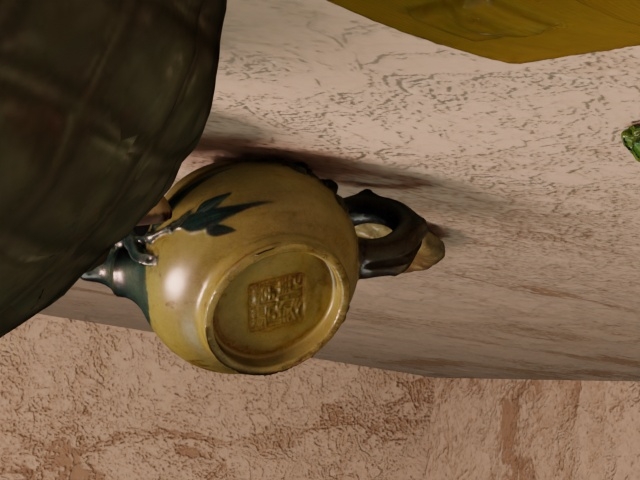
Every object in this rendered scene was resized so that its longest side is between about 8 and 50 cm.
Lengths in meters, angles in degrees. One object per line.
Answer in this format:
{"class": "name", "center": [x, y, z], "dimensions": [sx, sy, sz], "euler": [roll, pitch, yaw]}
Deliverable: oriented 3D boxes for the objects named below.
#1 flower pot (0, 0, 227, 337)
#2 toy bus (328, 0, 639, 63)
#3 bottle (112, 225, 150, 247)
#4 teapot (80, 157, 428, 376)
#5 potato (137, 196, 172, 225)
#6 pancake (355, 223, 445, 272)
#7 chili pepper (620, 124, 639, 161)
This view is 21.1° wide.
{"class": "flower pot", "center": [-0.173, -0.064, 0.476], "dimensions": [0.302, 0.213, 0.302], "euler": [31, 180, 0]}
{"class": "toy bus", "center": [0.086, -0.113, 0.412], "dimensions": [0.121, 0.123, 0.335], "euler": [13, 170, -37]}
{"class": "bottle", "center": [-0.188, 0.009, 1.710], "dimensions": [0.244, 0.072, 0.082], "euler": [14, 158, -43]}
{"class": "teapot", "center": [-0.054, 0.003, 1.341], "dimensions": [0.269, 0.173, 0.182], "euler": [-15, -143, -19]}
{"class": "potato", "center": [-0.256, -0.050, 1.207], "dimensions": [0.299, 0.116, 0.239], "euler": [-4, 179, -3]}
{"class": "pancake", "center": [0.000, 0.001, 1.601], "dimensions": [0.236, 0.042, 0.222], "euler": [12, 167, -43]}
{"class": "chili pepper", "center": [0.231, -0.053, 1.061], "dimensions": [0.091, 0.030, 0.034], "euler": [11, -163, -12]}
